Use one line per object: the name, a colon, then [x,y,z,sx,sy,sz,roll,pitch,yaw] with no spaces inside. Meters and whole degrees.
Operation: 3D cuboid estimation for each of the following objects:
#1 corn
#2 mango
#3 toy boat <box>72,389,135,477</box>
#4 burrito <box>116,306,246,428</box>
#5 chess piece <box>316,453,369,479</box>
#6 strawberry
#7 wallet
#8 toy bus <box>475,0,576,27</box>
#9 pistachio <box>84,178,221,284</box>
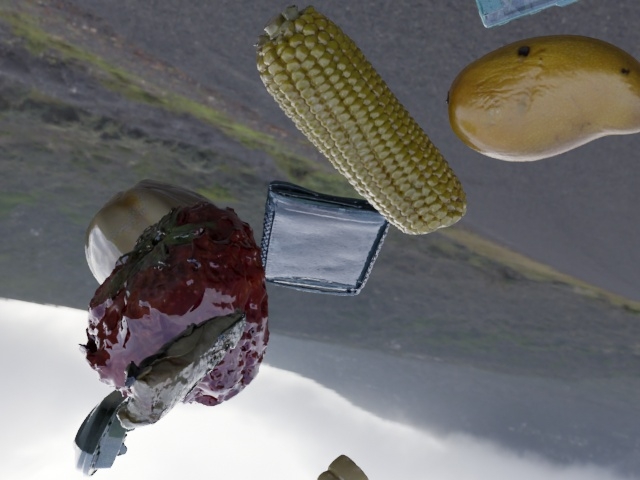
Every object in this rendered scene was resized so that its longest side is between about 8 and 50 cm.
corn: [0.055,-0.159,1.084,0.387,0.144,0.144,51,172,-11]
mango: [0.292,-0.181,0.983,0.262,0.157,0.109,0,-173,19]
toy boat: [-0.405,0.368,1.439,0.092,0.141,0.319,20,174,-4]
burrito: [-0.102,0.091,0.584,0.042,0.051,0.171,29,-161,5]
chess piece: [-0.007,0.274,0.779,0.066,0.122,0.066,40,154,25]
strawberry: [-0.167,0.096,0.987,0.220,0.274,0.274,51,163,-24]
wallet: [0.000,0.000,1.523,0.237,0.075,0.342,11,149,-2]
toy bus: [0.446,-0.518,1.555,0.261,0.109,0.091,-14,-169,23]
pistachio: [-0.316,0.029,1.650,0.445,0.281,0.365,33,-154,-59]
